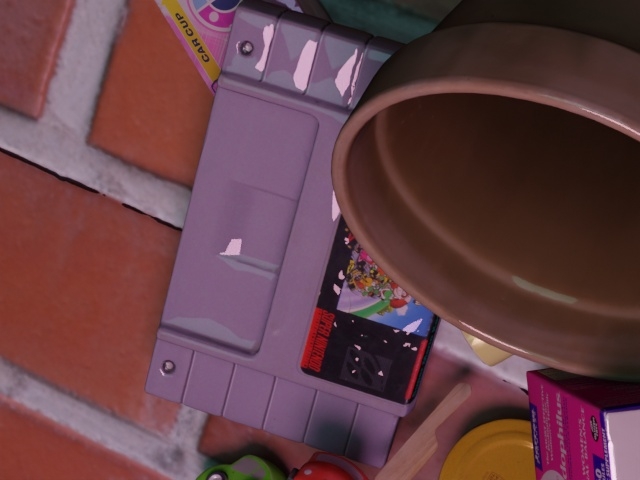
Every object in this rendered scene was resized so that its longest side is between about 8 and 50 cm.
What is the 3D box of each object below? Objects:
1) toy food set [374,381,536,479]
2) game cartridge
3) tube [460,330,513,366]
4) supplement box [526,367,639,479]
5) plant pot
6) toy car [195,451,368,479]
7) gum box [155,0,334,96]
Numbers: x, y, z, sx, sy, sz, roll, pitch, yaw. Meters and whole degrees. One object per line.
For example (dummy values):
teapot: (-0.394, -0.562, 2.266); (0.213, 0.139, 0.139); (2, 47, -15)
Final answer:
toy food set: (0.162, 0.220, 1.472); (0.218, 0.071, 0.128); (34, 73, 5)
game cartridge: (0.000, 0.000, 1.461); (0.230, 0.068, 0.355); (18, 110, 10)
tube: (0.221, 0.016, 1.426); (0.240, 0.062, 0.070); (-32, 127, 15)
supplement box: (0.239, 0.159, 1.334); (0.114, 0.220, 0.111); (-7, 94, -6)
plant pot: (0.206, -0.101, 1.271); (0.323, 0.323, 0.280); (19, 59, 12)
toy car: (-0.012, 0.226, 1.504); (0.225, 0.239, 0.053); (13, 63, 39)
gum box: (-0.078, -0.215, 1.490); (0.107, 0.062, 0.188); (-33, 86, 20)
